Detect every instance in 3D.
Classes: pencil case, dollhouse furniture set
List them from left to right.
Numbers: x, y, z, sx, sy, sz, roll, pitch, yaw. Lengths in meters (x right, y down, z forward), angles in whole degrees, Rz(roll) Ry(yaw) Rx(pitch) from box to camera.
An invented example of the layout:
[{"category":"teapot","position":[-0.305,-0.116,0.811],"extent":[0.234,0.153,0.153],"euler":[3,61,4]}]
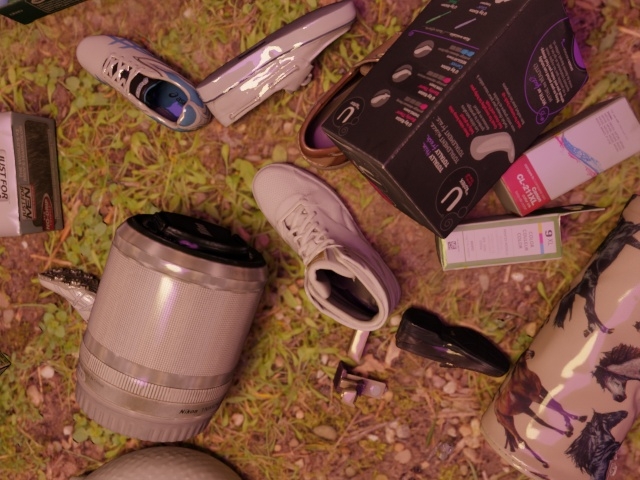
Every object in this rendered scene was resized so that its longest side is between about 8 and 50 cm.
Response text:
[{"category":"dollhouse furniture set","position":[0.079,0.185,0.857],"extent":[0.081,0.091,0.115],"euler":[18,95,-8]},{"category":"pencil case","position":[0.392,0.135,0.757],"extent":[0.183,0.160,0.411],"euler":[30,99,-4]}]

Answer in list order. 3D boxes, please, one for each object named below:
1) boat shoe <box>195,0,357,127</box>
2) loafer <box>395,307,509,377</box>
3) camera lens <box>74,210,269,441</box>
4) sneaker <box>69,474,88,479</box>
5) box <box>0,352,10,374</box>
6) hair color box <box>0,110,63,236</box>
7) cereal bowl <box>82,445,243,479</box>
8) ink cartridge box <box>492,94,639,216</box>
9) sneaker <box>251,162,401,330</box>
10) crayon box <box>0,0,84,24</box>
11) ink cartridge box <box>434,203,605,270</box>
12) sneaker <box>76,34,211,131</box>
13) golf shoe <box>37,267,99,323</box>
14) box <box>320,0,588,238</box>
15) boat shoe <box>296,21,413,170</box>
[{"category":"boat shoe","position":[-0.054,-0.256,0.840],"extent":[0.258,0.095,0.084],"euler":[-26,119,13]},{"category":"loafer","position":[0.192,0.161,0.848],"extent":[0.170,0.062,0.061],"euler":[26,120,9]},{"category":"camera lens","position":[-0.210,0.111,0.820],"extent":[0.219,0.219,0.275],"euler":[21,98,7]},{"category":"sneaker","position":[-0.450,0.496,0.964],"extent":[0.262,0.099,0.121],"euler":[-43,80,2]},{"category":"box","position":[-0.645,0.245,0.994],"extent":[0.114,0.036,0.207],"euler":[45,100,3]},{"category":"hair color box","position":[-0.619,-0.097,0.923],"extent":[0.373,0.113,0.186],"euler":[-1,95,10]},{"category":"cereal bowl","position":[-0.247,0.494,0.850],"extent":[0.338,0.141,0.340],"euler":[0,91,-9]},{"category":"ink cartridge box","position":[0.317,-0.109,0.762],"extent":[0.175,0.127,0.072],"euler":[-30,92,11]},{"category":"sneaker","position":[0.000,0.000,0.804],"extent":[0.292,0.169,0.108],"euler":[45,102,4]},{"category":"crayon box","position":[-0.436,-0.526,0.872],"extent":[0.202,0.083,0.323],"euler":[-15,92,10]},{"category":"ink cartridge box","position":[0.266,-0.005,0.790],"extent":[0.209,0.109,0.062],"euler":[-7,94,9]},{"category":"sneaker","position":[-0.273,-0.244,0.869],"extent":[0.237,0.086,0.085],"euler":[31,101,7]},{"category":"golf shoe","position":[-0.378,0.101,0.926],"extent":[0.176,0.069,0.086],"euler":[18,103,8]},{"category":"box","position":[0.163,-0.168,0.699],"extent":[0.270,0.165,0.143],"euler":[-48,42,0]},{"category":"boat shoe","position":[0.100,-0.212,0.794],"extent":[0.324,0.116,0.123],"euler":[-42,88,10]}]
